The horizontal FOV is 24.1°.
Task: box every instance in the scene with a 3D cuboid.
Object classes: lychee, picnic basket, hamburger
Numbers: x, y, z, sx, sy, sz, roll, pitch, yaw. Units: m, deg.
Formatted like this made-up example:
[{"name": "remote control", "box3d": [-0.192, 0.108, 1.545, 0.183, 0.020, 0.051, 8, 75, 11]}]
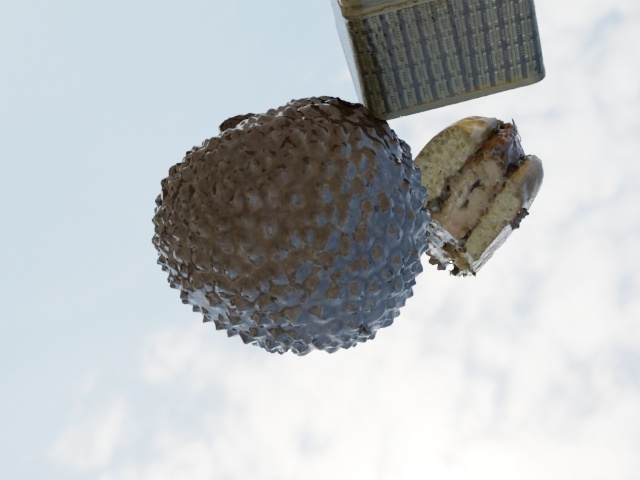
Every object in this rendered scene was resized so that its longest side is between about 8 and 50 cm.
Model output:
[{"name": "lychee", "box3d": [-0.030, -0.012, 1.604, 0.300, 0.300, 0.300, -35, -147, 26]}, {"name": "picnic basket", "box3d": [0.116, -0.305, 1.768, 0.228, 0.175, 0.313, -14, -147, 1]}, {"name": "hamburger", "box3d": [0.193, -0.057, 1.901, 0.282, 0.155, 0.245, -52, 170, 33]}]
